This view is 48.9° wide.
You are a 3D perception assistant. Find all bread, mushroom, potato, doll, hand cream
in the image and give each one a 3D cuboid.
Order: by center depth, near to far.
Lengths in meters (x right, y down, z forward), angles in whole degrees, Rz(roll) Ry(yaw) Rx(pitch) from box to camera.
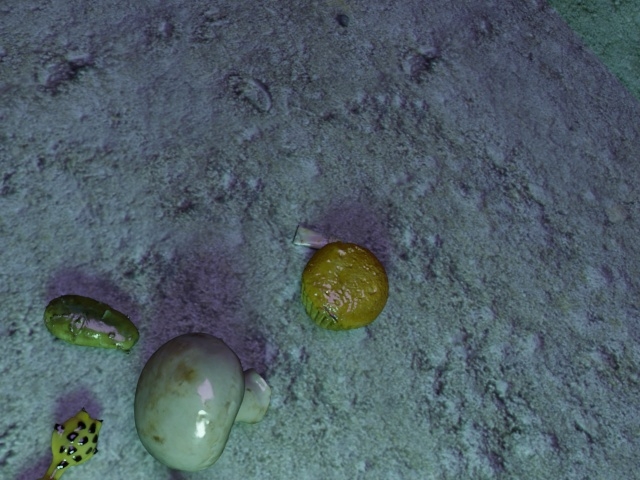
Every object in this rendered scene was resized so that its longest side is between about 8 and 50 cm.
[{"bbox_3d":[-0.556,0.490,1.468,0.117,0.086,0.291,43,57,-26],"label":"doll"},{"bbox_3d":[-0.246,0.353,1.532,0.290,0.298,0.297,18,57,-33],"label":"mushroom"},{"bbox_3d":[-0.528,0.193,1.626,0.226,0.090,0.117,20,60,-3],"label":"potato"},{"bbox_3d":[0.060,0.119,1.794,0.240,0.139,0.239,6,62,-12],"label":"bread"},{"bbox_3d":[0.000,0.000,1.902,0.143,0.039,0.061,16,62,-1],"label":"hand cream"}]
